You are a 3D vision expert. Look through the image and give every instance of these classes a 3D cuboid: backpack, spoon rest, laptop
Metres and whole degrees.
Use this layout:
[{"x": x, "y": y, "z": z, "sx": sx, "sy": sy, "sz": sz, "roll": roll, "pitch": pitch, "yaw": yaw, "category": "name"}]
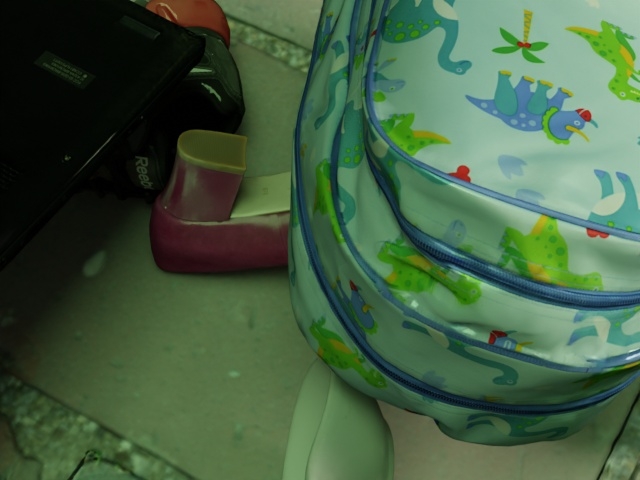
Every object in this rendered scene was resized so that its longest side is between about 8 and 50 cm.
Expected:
[{"x": 0.111, "y": -0.057, "z": 0.673, "sx": 0.290, "sy": 0.273, "sz": 0.355, "roll": 23, "pitch": 66, "yaw": -5, "category": "backpack"}, {"x": 0.013, "y": 0.144, "z": 0.631, "sx": 0.084, "sy": 0.276, "sz": 0.137, "roll": 11, "pitch": 91, "yaw": -17, "category": "spoon rest"}, {"x": -0.344, "y": -0.019, "z": 0.795, "sx": 0.382, "sy": 0.236, "sz": 0.408, "roll": 29, "pitch": 61, "yaw": 16, "category": "laptop"}]

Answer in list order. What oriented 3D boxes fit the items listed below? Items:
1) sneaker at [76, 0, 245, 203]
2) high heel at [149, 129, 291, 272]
[{"x": -0.177, "y": -0.078, "z": 0.827, "sx": 0.276, "sy": 0.097, "sz": 0.135, "roll": -26, "pitch": 65, "yaw": -6, "category": "sneaker"}, {"x": 0.000, "y": 0.000, "z": 0.809, "sx": 0.244, "sy": 0.117, "sz": 0.082, "roll": 10, "pitch": 41, "yaw": -12, "category": "high heel"}]
